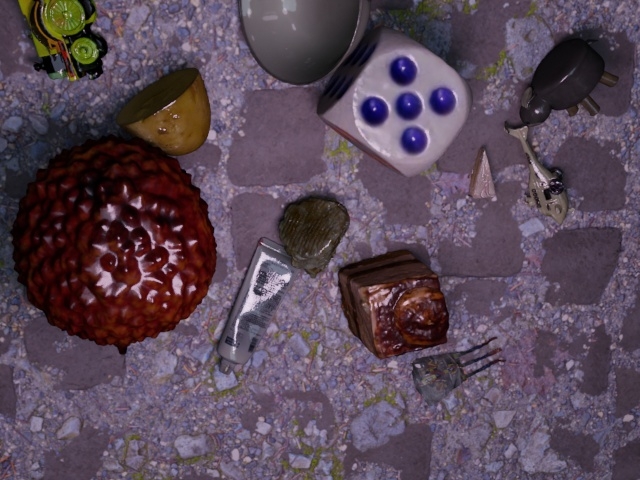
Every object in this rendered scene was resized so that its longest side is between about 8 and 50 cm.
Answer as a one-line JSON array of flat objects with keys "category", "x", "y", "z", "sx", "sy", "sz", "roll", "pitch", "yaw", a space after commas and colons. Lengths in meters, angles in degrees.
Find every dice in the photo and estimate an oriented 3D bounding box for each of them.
[{"category": "dice", "x": 0.157, "y": -0.297, "z": 1.808, "sx": 0.251, "sy": 0.259, "sz": 0.243, "roll": 35, "pitch": 96, "yaw": -16}]

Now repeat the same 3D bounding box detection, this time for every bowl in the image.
[{"category": "bowl", "x": -0.003, "y": -0.497, "z": 1.751, "sx": 0.158, "sy": 0.337, "sz": 0.337, "roll": -15, "pitch": 113, "yaw": -48}]

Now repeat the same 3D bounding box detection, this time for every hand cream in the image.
[{"category": "hand cream", "x": -0.160, "y": 0.166, "z": 2.000, "sx": 0.124, "sy": 0.078, "sz": 0.340, "roll": 25, "pitch": 93, "yaw": -15}]

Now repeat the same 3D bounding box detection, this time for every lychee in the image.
[{"category": "lychee", "x": -0.420, "y": 0.030, "z": 1.733, "sx": 0.425, "sy": 0.424, "sz": 0.499, "roll": -4, "pitch": 112, "yaw": -8}]

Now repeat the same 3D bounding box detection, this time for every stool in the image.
[{"category": "stool", "x": 0.565, "y": -0.354, "z": 1.924, "sx": 0.139, "sy": 0.153, "sz": 0.228, "roll": 35, "pitch": 128, "yaw": -20}]

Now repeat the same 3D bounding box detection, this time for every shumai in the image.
[{"category": "shumai", "x": 0.006, "y": -0.002, "z": 1.928, "sx": 0.184, "sy": 0.184, "sz": 0.142, "roll": -45, "pitch": 142, "yaw": 5}]

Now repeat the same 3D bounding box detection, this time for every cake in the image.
[{"category": "cake", "x": 0.172, "y": 0.159, "z": 1.925, "sx": 0.199, "sy": 0.293, "sz": 0.196, "roll": -13, "pitch": 107, "yaw": -10}, {"category": "cake", "x": 0.391, "y": -0.162, "z": 1.993, "sx": 0.065, "sy": 0.052, "sz": 0.121, "roll": 4, "pitch": 104, "yaw": -5}]

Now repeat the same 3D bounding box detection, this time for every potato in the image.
[{"category": "potato", "x": -0.311, "y": -0.259, "z": 1.802, "sx": 0.203, "sy": 0.178, "sz": 0.158, "roll": -44, "pitch": 125, "yaw": -10}]

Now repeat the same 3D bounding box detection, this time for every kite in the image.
[{"category": "kite", "x": 0.353, "y": 0.326, "z": 2.144, "sx": 0.245, "sy": 0.015, "sz": 0.141, "roll": -23, "pitch": 109, "yaw": 2}]

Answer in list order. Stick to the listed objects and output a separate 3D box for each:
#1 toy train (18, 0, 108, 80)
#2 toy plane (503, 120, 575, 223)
[{"category": "toy train", "x": -0.550, "y": -0.470, "z": 1.732, "sx": 0.161, "sy": 0.100, "sz": 0.296, "roll": -14, "pitch": 108, "yaw": 3}, {"category": "toy plane", "x": 0.520, "y": -0.160, "z": 2.002, "sx": 0.108, "sy": 0.092, "sz": 0.286, "roll": -18, "pitch": 112, "yaw": 23}]
